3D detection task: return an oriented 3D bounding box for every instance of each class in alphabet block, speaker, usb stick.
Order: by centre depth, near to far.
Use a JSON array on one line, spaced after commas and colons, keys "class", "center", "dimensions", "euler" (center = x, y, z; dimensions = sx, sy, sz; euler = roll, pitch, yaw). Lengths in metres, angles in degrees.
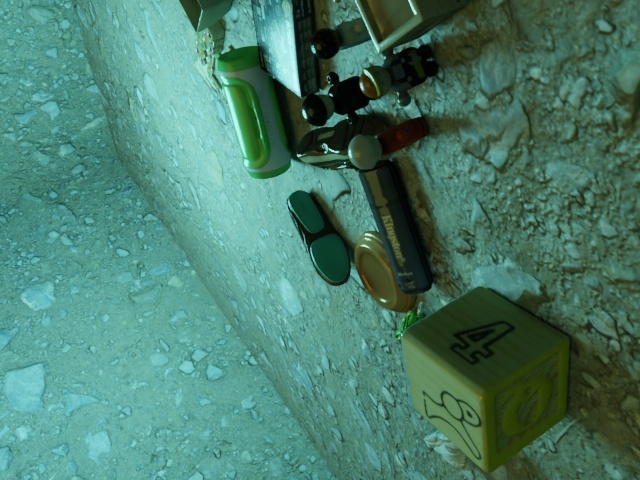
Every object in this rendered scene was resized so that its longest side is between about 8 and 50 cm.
[{"class": "alphabet block", "center": [0.275, 0.225, 1.082], "dimensions": [0.197, 0.193, 0.193], "euler": [36, 147, 48]}, {"class": "usb stick", "center": [0.148, -0.024, 1.256], "dimensions": [0.077, 0.045, 0.278], "euler": [-13, 108, 27]}, {"class": "speaker", "center": [-0.154, -0.302, 1.537], "dimensions": [0.131, 0.131, 0.297], "euler": [34, 144, 50]}]

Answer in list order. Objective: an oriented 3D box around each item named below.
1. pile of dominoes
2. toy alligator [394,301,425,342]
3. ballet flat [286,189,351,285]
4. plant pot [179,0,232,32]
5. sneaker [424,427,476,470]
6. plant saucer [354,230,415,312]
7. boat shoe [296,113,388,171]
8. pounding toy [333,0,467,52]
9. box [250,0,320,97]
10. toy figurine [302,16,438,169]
[{"class": "pile of dominoes", "center": [-0.305, -0.510, 1.752], "dimensions": [0.196, 0.040, 0.251], "euler": [58, 157, 13]}, {"class": "toy alligator", "center": [0.208, 0.182, 1.379], "dimensions": [0.051, 0.056, 0.190], "euler": [19, 151, -3]}, {"class": "ballet flat", "center": [0.000, 0.000, 1.595], "dimensions": [0.096, 0.095, 0.281], "euler": [88, 159, -64]}, {"class": "plant pot", "center": [-0.268, -0.575, 1.520], "dimensions": [0.109, 0.096, 0.109], "euler": [63, 158, 4]}, {"class": "sneaker", "center": [0.313, 0.449, 1.415], "dimensions": [0.115, 0.090, 0.232], "euler": [51, 165, 13]}, {"class": "plant saucer", "center": [0.135, 0.075, 1.434], "dimensions": [0.200, 0.037, 0.200], "euler": [48, 154, 32]}, {"class": "boat shoe", "center": [0.061, -0.183, 1.273], "dimensions": [0.095, 0.095, 0.257], "euler": [34, 165, -31]}, {"class": "pounding toy", "center": [0.093, -0.389, 0.925], "dimensions": [0.206, 0.094, 0.181], "euler": [65, 157, -5]}, {"class": "box", "center": [-0.075, -0.426, 1.317], "dimensions": [0.175, 0.051, 0.220], "euler": [43, 151, 41]}, {"class": "toy figurine", "center": [0.071, -0.249, 1.060], "dimensions": [0.213, 0.148, 0.210], "euler": [50, 155, 30]}]
